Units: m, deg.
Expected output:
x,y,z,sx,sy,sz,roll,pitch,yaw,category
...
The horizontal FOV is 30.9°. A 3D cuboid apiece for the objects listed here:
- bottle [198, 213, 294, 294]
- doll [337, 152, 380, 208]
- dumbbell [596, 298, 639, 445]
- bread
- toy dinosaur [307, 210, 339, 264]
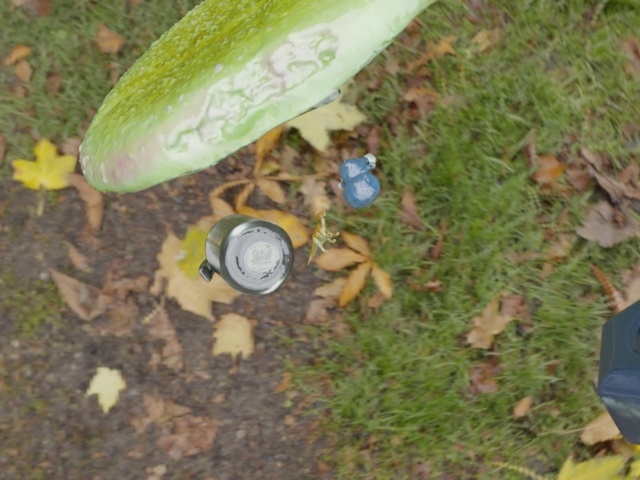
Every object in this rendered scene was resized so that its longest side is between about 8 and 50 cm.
x,y,z,sx,sy,sz,roll,pitch,yaw,category
-0.087,0.017,1.266,0.096,0.254,0.079,-39,99,-5,bottle
0.057,-0.089,1.818,0.076,0.050,0.083,-35,63,30,doll
0.331,0.174,0.864,0.143,0.316,0.156,-46,26,-27,dumbbell
-0.028,-0.136,0.706,0.301,0.301,0.045,-29,113,16,bread
0.003,0.001,1.793,0.041,0.026,0.113,29,135,20,toy dinosaur
